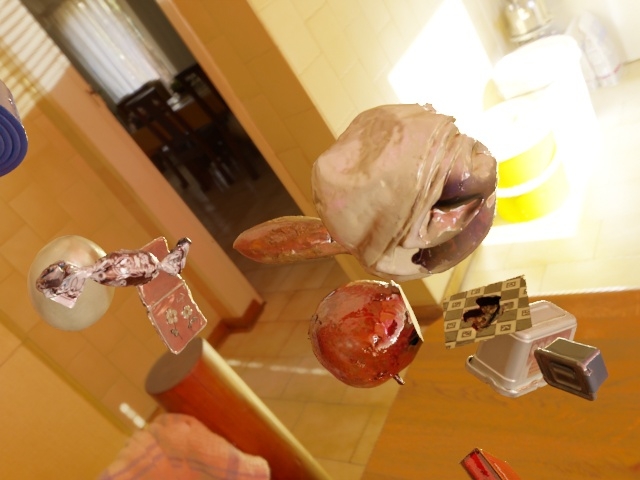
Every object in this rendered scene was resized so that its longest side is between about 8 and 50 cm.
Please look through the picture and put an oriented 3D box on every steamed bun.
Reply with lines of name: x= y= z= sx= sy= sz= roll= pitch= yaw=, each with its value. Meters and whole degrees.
steamed bun: x=0.158 y=-0.068 z=0.865 sx=0.320 sy=0.275 sz=0.206 roll=-21 pitch=33 yaw=-38

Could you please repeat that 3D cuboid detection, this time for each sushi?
sushi: x=0.358 y=0.165 z=1.209 sx=0.192 sy=0.040 sz=0.210 roll=-19 pitch=20 yaw=21

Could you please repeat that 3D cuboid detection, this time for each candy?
candy: x=-0.262 y=0.039 z=0.749 sx=0.094 sy=0.051 sz=0.226 roll=-37 pitch=-15 yaw=36

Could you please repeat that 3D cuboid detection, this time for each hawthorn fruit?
hawthorn fruit: x=0.126 y=0.243 z=1.531 sx=0.316 sy=0.316 sz=0.316 roll=-28 pitch=26 yaw=15

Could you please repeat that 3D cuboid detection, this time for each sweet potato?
sweet potato: x=0.000 y=0.000 z=1.255 sx=0.385 sy=0.109 sz=0.109 roll=1 pitch=29 yaw=-1

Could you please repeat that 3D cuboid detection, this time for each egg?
egg: x=-0.574 y=0.099 z=1.312 sx=0.186 sy=0.253 sz=0.186 roll=9 pitch=39 yaw=-8

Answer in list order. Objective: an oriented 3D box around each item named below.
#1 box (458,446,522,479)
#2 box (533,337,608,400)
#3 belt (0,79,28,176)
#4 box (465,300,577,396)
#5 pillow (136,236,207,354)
box: x=0.472 y=0.636 z=1.471 sx=0.074 sy=0.240 sz=0.153 roll=-43 pitch=46 yaw=9
box: x=0.394 y=0.195 z=0.884 sx=0.054 sy=0.074 sz=0.099 roll=-35 pitch=19 yaw=-20
belt: x=-0.635 y=-0.188 z=0.848 sx=0.212 sy=0.347 sz=0.117 roll=-56 pitch=51 yaw=31
box: x=0.570 y=0.286 z=1.573 sx=0.312 sy=0.182 sz=0.175 roll=-8 pitch=28 yaw=-35
pillow: x=-0.321 y=0.113 z=1.173 sx=0.043 sy=0.232 sz=0.126 roll=-12 pitch=21 yaw=25
